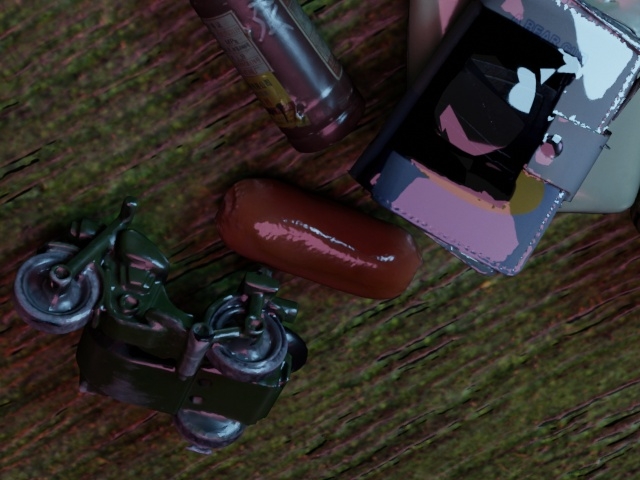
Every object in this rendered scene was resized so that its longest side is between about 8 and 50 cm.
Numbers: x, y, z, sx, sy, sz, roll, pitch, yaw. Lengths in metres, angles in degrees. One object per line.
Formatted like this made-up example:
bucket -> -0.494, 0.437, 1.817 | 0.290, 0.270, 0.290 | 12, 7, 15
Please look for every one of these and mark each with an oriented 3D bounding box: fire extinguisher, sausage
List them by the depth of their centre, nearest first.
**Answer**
fire extinguisher -> -0.046, -0.197, 1.236 | 0.106, 0.075, 0.252 | -43, 118, -14
sausage -> 0.000, 0.000, 1.349 | 0.194, 0.077, 0.077 | 21, 116, -16

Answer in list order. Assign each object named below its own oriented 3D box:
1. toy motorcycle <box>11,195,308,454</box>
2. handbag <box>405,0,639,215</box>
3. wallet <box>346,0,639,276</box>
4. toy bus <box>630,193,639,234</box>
toy motorcycle -> -0.141, 0.085, 1.354 | 0.275, 0.127, 0.205 | 17, 143, -9
handbag -> 0.185, -0.175, 1.253 | 0.241, 0.109, 0.315 | 1, 116, -8
wallet -> 0.149, -0.098, 1.208 | 0.170, 0.069, 0.231 | 33, 98, -7
toy bus -> 0.420, -0.060, 1.314 | 0.139, 0.157, 0.289 | 39, 109, -25
